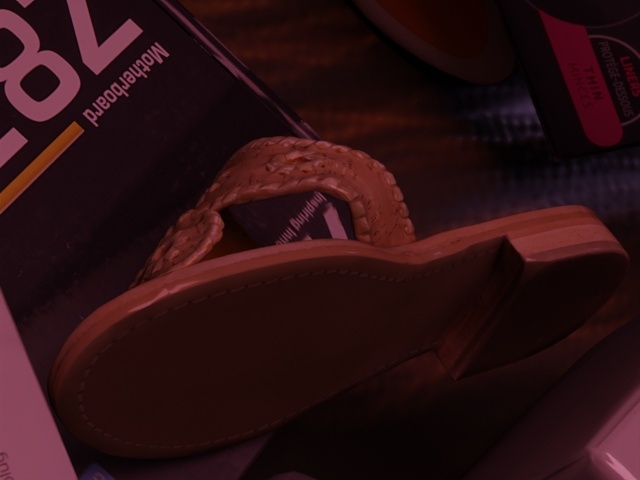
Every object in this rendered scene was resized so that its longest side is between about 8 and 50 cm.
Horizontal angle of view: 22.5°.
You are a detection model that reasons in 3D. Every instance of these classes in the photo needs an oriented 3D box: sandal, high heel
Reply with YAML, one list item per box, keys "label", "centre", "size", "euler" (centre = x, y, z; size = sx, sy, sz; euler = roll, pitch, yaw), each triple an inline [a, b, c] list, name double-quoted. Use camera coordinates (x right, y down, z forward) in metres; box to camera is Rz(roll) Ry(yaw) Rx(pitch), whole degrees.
- label: "sandal"
  centre: [-0.003, 0.005, 0.517]
  size: [0.240, 0.088, 0.079]
  euler: [-6, 50, -43]
- label: "high heel"
  centre: [0.035, -0.185, 0.775]
  size: [0.244, 0.082, 0.117]
  euler: [52, 31, 5]

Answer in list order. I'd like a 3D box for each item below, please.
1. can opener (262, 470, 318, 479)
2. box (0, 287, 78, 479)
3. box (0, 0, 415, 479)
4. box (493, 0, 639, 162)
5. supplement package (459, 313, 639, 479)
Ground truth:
- label: "can opener"
  centre: [0.042, 0.206, 0.508]
  size: [0.093, 0.074, 0.280]
  euler: [-35, 85, 1]
- label: "box"
  centre: [-0.185, 0.128, 0.328]
  size: [0.322, 0.058, 0.232]
  euler: [-16, 75, -35]
- label: "box"
  centre: [-0.189, 0.024, 0.482]
  size: [0.318, 0.097, 0.395]
  euler: [45, 49, -6]
- label: "box"
  centre: [0.181, -0.180, 0.745]
  size: [0.270, 0.143, 0.165]
  euler: [-54, 127, -48]
- label: "supplement package"
  centre: [0.187, 0.164, 0.569]
  size: [0.293, 0.175, 0.177]
  euler: [49, 51, 4]
